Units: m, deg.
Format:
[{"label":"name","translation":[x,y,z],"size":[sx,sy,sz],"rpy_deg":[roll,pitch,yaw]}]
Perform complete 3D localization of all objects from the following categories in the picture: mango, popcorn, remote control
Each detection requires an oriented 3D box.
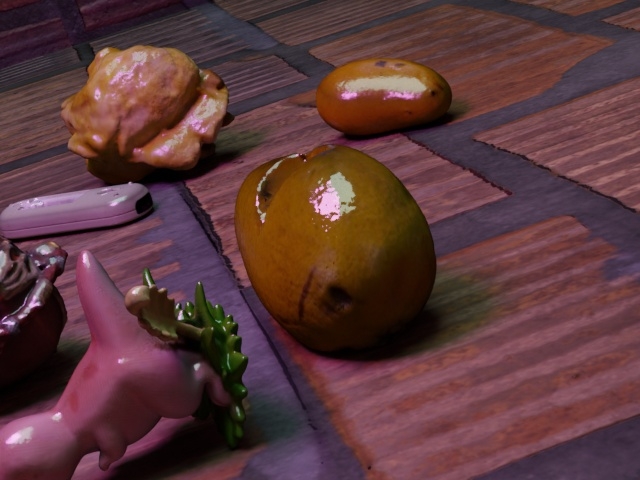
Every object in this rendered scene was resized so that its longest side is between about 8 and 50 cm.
[{"label":"mango","translation":[0.000,0.000,1.112],"size":[0.130,0.167,0.262],"rpy_deg":[-9,11,-25]},{"label":"popcorn","translation":[-0.244,-0.178,1.770],"size":[0.253,0.190,0.191],"rpy_deg":[-9,27,11]},{"label":"remote control","translation":[-0.314,-0.039,1.654],"size":[0.221,0.042,0.078],"rpy_deg":[-8,19,26]},{"label":"mango","translation":[0.082,-0.186,1.666],"size":[0.178,0.090,0.115],"rpy_deg":[-7,33,18]}]

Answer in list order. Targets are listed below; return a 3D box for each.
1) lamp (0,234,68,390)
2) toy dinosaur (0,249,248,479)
[{"label":"lamp","translation":[-0.337,0.071,1.192],"size":[0.223,0.151,0.215],"rpy_deg":[-27,17,-22]},{"label":"toy dinosaur","translation":[-0.161,0.101,0.962],"size":[0.177,0.194,0.152],"rpy_deg":[-2,19,-28]}]
